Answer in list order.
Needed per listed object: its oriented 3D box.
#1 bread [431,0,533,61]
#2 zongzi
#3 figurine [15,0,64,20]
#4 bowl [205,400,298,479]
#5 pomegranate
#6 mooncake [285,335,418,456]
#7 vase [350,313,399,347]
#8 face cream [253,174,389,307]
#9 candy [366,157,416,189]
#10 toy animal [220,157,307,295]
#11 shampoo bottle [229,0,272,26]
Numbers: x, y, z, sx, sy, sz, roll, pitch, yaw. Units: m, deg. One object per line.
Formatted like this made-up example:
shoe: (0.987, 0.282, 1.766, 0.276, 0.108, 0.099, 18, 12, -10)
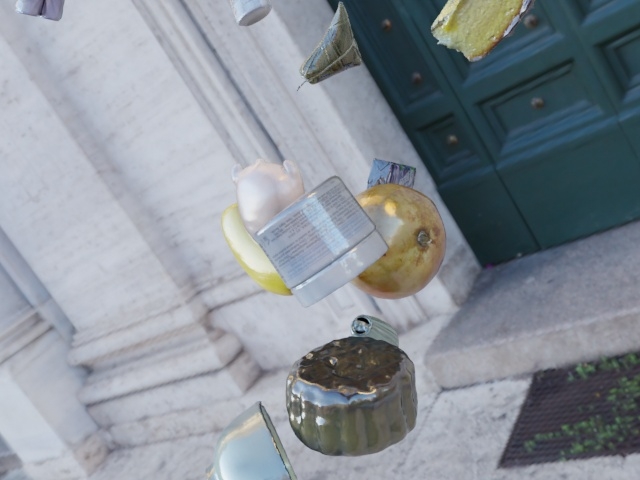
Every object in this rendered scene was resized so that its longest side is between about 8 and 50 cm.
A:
bread: (0.292, -0.418, 1.366, 0.169, 0.140, 0.160, -56, 2, -8)
zongzi: (-0.003, -0.487, 1.950, 0.189, 0.178, 0.081, -24, 42, -3)
figurine: (-0.509, -0.552, 1.443, 0.133, 0.194, 0.274, 33, 92, 49)
bowl: (-0.153, 0.577, 1.836, 0.185, 0.354, 0.354, -24, 11, -7)
pomegranate: (0.142, 0.006, 1.733, 0.229, 0.252, 0.270, 9, -14, -31)
mooncake: (0.066, 0.327, 1.681, 0.290, 0.161, 0.290, -5, 21, 2)
vase: (0.149, 0.280, 2.256, 0.128, 0.128, 0.248, -32, -29, 4)
face cream: (0.000, 0.000, 1.275, 0.177, 0.153, 0.177, -35, 1, 0)
candy: (0.186, -0.154, 1.980, 0.061, 0.088, 0.312, 16, 7, 17)
toy animal: (-0.093, -0.057, 1.922, 0.247, 0.345, 0.277, -22, 26, -36)
shampoo bottle: (-0.164, -0.548, 1.552, 0.086, 0.227, 0.056, -24, -9, 41)
